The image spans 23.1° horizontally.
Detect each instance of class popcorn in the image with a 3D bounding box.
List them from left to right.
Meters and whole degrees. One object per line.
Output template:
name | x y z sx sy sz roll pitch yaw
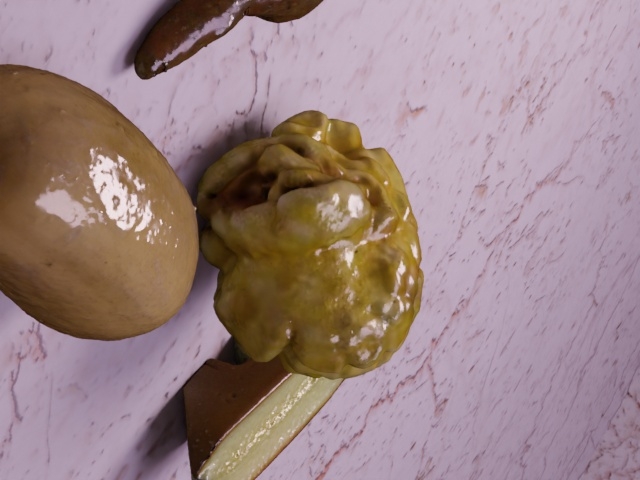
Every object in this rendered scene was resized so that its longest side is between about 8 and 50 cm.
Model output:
popcorn | 0.000 0.000 1.297 0.226 0.200 0.203 -55 162 -26

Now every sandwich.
sandwich | -0.067 0.147 1.455 0.244 0.088 0.090 -41 140 -37

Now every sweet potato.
sweet potato | -0.037 -0.195 1.171 0.269 0.074 0.075 -42 149 -36

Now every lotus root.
lotus root | -0.156 -0.021 0.995 0.303 0.130 0.146 53 21 -63
